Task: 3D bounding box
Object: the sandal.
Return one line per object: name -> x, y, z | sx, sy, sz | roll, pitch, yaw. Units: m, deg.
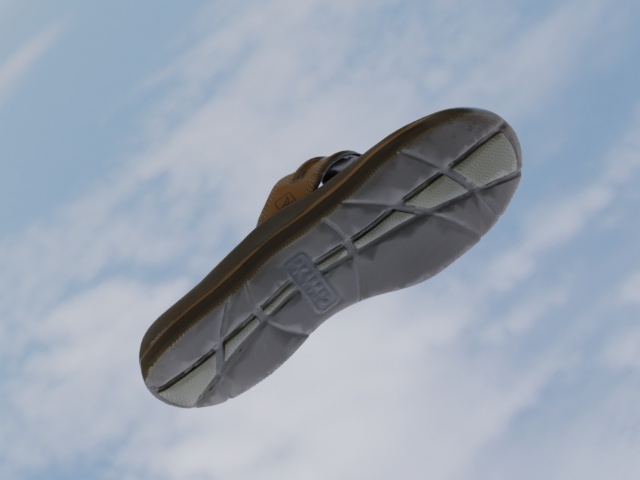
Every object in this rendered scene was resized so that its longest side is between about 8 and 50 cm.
sandal -> 0.000, 0.000, 0.848 | 0.219, 0.090, 0.060 | -37, -133, -2
